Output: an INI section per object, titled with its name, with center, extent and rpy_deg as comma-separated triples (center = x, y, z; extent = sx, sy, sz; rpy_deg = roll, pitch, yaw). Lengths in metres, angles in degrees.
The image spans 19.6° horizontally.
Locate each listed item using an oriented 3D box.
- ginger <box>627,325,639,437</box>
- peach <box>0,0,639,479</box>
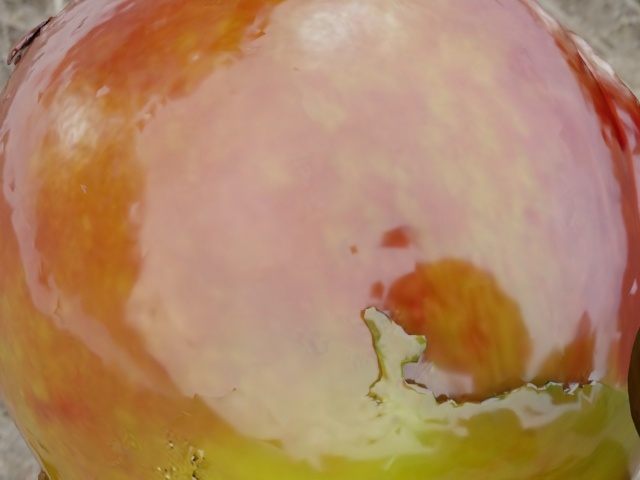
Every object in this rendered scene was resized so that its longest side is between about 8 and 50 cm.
[ginger]
center = 0.176, 0.037, 0.509
extent = 0.172, 0.321, 0.165
rpy_deg = 24, 74, 27
[peach]
center = 0.000, 0.000, 0.903
extent = 0.370, 0.370, 0.370
rpy_deg = 11, 57, -17
